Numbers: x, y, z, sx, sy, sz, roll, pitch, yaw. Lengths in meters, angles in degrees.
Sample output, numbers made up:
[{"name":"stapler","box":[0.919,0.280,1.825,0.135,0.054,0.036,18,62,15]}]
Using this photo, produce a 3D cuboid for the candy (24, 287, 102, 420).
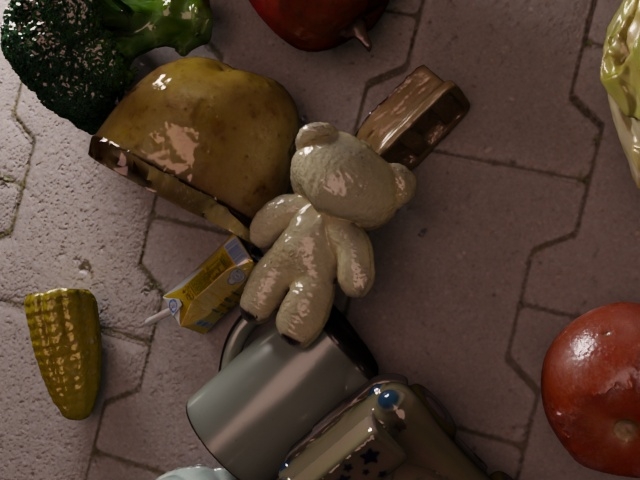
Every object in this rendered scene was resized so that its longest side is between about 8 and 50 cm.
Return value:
[{"name":"candy","box":[-0.374,0.169,1.684,0.106,0.094,0.198,-8,88,-18]}]

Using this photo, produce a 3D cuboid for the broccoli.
[{"name":"broccoli","box":[-0.313,-0.295,1.649,0.297,0.297,0.297,-7,80,-16]}]

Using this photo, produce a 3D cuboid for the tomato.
[{"name":"tomato","box":[0.372,0.177,1.374,0.208,0.184,0.208,8,121,13]}]

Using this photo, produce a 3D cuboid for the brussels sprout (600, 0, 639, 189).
[{"name":"brussels sprout","box":[0.459,-0.212,1.332,0.268,0.344,0.344,29,95,57]}]

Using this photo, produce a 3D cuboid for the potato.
[{"name":"potato","box":[-0.152,-0.145,1.582,0.286,0.242,0.242,26,93,14]}]

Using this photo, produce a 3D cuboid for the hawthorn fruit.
[{"name":"hawthorn fruit","box":[0.004,-0.364,1.554,0.215,0.215,0.249,-32,73,13]}]

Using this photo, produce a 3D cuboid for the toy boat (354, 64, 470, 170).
[{"name":"toy boat","box":[0.111,-0.148,1.538,0.188,0.116,0.061,-46,68,7]}]

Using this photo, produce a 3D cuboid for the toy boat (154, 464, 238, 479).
[{"name":"toy boat","box":[-0.163,0.379,1.556,0.290,0.199,0.100,-14,46,32]}]

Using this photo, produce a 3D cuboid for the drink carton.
[{"name":"drink carton","box":[-0.167,0.079,1.627,0.200,0.084,0.074,-42,63,11]}]

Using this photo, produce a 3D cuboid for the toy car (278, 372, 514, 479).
[{"name":"toy car","box":[0.119,0.353,1.388,0.242,0.226,0.336,-42,93,10]}]

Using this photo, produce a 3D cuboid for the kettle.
[{"name":"kettle","box":[-0.057,0.180,1.544,0.236,0.161,0.221,-43,52,9]}]

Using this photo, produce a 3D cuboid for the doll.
[{"name":"doll","box":[-0.004,-0.002,1.475,0.175,0.149,0.278,29,89,-1]}]
